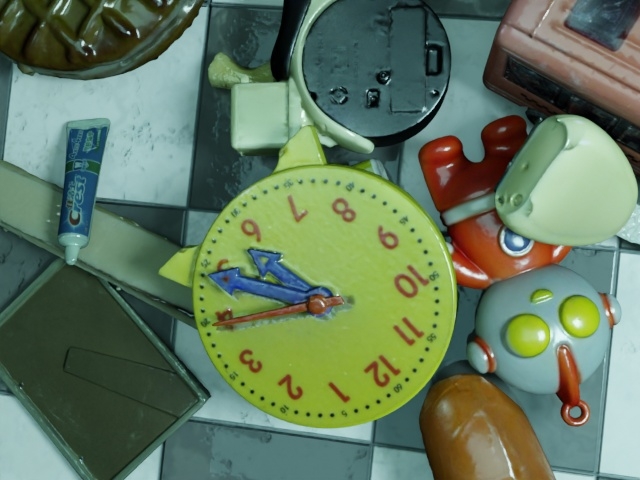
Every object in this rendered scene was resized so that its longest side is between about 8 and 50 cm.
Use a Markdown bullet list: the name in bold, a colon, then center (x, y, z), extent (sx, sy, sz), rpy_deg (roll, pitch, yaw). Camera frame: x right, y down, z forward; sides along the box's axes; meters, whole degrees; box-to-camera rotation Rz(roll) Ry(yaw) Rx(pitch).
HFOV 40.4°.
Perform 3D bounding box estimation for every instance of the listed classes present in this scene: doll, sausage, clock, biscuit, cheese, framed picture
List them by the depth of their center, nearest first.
- **cheese**: center (0.290, -0.034, 0.883), extent (0.252, 0.054, 0.127), rpy_deg (21, 108, -32)
- **clock**: center (-0.002, 0.057, 0.899), extent (0.293, 0.071, 0.277), rpy_deg (40, 102, 1)
- **sausage**: center (0.187, 0.263, 0.917), extent (0.133, 0.133, 0.258), rpy_deg (-23, 85, 8)
- **doll**: center (0.214, 0.037, 0.929), extent (0.200, 0.105, 0.336), rpy_deg (-18, 84, -6)
- **clock**: center (0.013, -0.283, 0.962), extent (0.277, 0.120, 0.378), rpy_deg (-3, 85, 5)
- **cheese**: center (-0.090, -0.197, 1.029), extent (0.083, 0.030, 0.044), rpy_deg (8, 95, 6)
- **biscuit**: center (-0.281, -0.353, 1.032), extent (0.332, 0.103, 0.332), rpy_deg (0, 88, 11)
- **cheese**: center (-0.270, -0.001, 1.040), extent (0.400, 0.034, 0.085), rpy_deg (25, 62, 9)
- **framed picture**: center (-0.282, 0.157, 1.052), extent (0.189, 0.023, 0.260), rpy_deg (-44, 82, 6)

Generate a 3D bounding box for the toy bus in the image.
- **toy bus**: center (0.384, -0.150, 0.846), extent (0.427, 0.233, 0.203), rpy_deg (31, 93, 10)

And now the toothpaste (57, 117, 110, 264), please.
- **toothpaste**: center (-0.284, -0.062, 1.029), extent (0.057, 0.035, 0.197), rpy_deg (-5, 63, 8)

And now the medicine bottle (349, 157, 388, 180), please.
- **medicine bottle**: center (0.000, 0.000, 0.977), extent (0.189, 0.088, 0.132), rpy_deg (-21, 90, 8)
